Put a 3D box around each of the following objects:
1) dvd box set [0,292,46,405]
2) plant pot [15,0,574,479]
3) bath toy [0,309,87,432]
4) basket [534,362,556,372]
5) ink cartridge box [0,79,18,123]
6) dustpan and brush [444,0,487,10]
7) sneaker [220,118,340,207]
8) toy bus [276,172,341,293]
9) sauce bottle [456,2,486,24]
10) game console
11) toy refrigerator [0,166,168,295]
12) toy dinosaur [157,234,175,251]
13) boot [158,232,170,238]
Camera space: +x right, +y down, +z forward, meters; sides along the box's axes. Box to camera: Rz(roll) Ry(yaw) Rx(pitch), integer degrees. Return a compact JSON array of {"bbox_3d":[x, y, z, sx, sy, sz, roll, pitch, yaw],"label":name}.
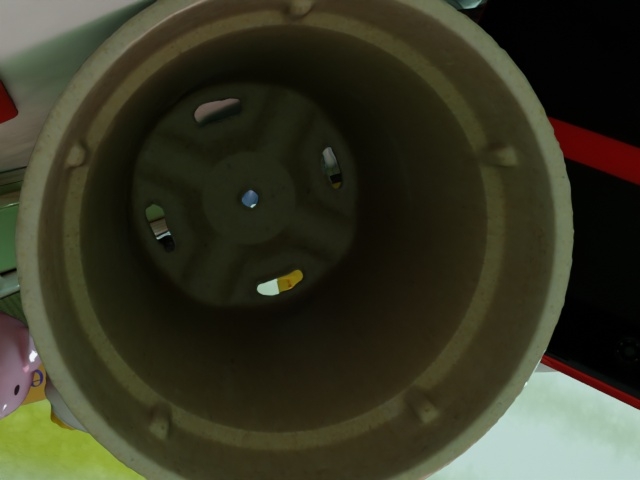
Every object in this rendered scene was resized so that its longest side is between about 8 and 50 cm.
[{"bbox_3d":[-0.387,0.108,0.905,0.421,0.062,0.308,-12,-163,-29],"label":"dvd box set"},{"bbox_3d":[-0.035,-0.018,0.655,0.334,0.333,0.305,-24,-166,-7],"label":"plant pot"},{"bbox_3d":[-0.280,0.085,0.669,0.348,0.151,0.129,13,123,-30],"label":"bath toy"},{"bbox_3d":[0.249,-0.027,0.985,0.332,0.266,0.328,-7,-167,16],"label":"basket"},{"bbox_3d":[-0.267,-0.022,0.423,0.239,0.060,0.275,-23,-178,-13],"label":"ink cartridge box"},{"bbox_3d":[0.180,-0.235,0.955,0.147,0.060,0.211,-56,165,20],"label":"dustpan and brush"},{"bbox_3d":[-0.075,-0.102,1.094,0.208,0.127,0.319,-24,175,-4],"label":"sneaker"},{"bbox_3d":[0.000,0.000,1.094,0.212,0.149,0.220,-13,-178,15],"label":"toy bus"},{"bbox_3d":[0.300,-0.205,0.876,0.345,0.111,0.111,-10,-179,-5],"label":"sauce bottle"},{"bbox_3d":[0.267,-0.045,0.719,0.341,0.387,0.060,-65,156,0],"label":"game console"},{"bbox_3d":[-0.253,-0.022,0.851,0.094,0.102,0.269,-22,-178,34],"label":"toy refrigerator"},{"bbox_3d":[-0.145,0.015,0.955,0.118,0.064,0.268,-5,-170,26],"label":"toy dinosaur"},{"bbox_3d":[-0.201,-0.062,1.237,0.124,0.095,0.258,-17,-178,5],"label":"boot"}]
